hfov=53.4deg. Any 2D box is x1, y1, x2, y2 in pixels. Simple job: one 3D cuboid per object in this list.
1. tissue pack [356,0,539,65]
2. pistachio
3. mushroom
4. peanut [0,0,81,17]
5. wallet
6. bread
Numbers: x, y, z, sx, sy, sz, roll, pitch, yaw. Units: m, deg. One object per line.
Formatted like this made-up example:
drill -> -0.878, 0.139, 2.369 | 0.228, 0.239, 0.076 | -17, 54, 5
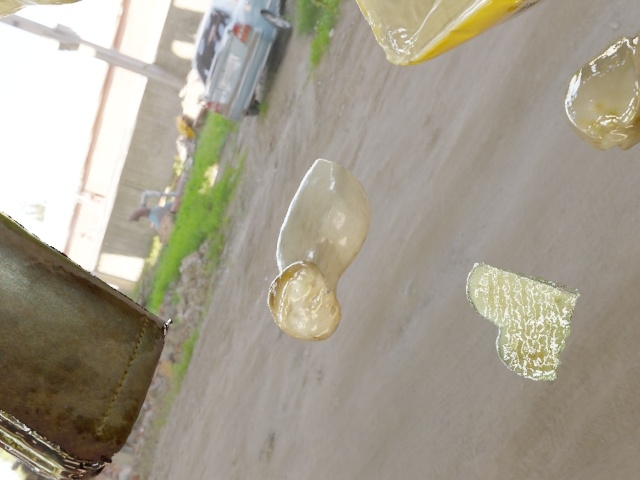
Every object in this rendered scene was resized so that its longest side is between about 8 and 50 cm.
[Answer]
tissue pack -> 0.230, -0.399, 0.763 | 0.293, 0.228, 0.382 | -31, 5, 45
pistachio -> 0.497, -0.255, 1.074 | 0.288, 0.166, 0.198 | -60, -28, -55
mushroom -> 0.002, 0.000, 0.649 | 0.097, 0.088, 0.213 | 115, 175, -45
peanut -> -0.397, -0.346, 0.801 | 0.123, 0.256, 0.124 | -7, -90, -82
wallet -> -0.191, 0.010, 0.308 | 0.031, 0.255, 0.137 | -42, 20, 19
bread -> 0.358, 0.119, 1.090 | 0.172, 0.232, 0.064 | -34, -11, 16
